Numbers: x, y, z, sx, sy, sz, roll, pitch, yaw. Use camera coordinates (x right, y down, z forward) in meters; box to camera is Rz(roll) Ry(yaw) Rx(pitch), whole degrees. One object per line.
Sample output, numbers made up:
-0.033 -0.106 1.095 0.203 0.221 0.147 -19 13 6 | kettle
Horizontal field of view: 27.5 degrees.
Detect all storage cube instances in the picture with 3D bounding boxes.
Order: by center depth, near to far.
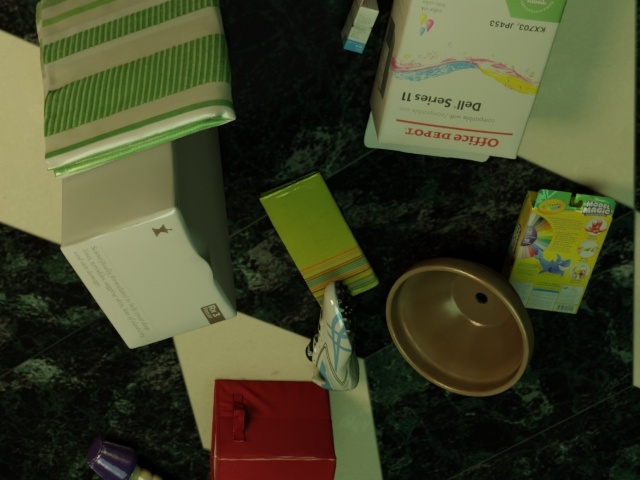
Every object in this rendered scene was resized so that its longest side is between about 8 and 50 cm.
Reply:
-0.082 0.356 2.146 0.193 0.183 0.215 2 126 -7 | storage cube

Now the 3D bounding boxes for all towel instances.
-0.234 -0.235 1.615 0.248 0.325 0.038 -18 142 8 | towel
0.000 0.000 1.994 0.102 0.021 0.237 -24 125 8 | towel

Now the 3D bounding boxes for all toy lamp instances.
-0.280 0.423 2.244 0.275 0.080 0.080 36 116 -25 | toy lamp

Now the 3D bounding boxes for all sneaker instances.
0.016 0.156 2.055 0.086 0.085 0.237 0 135 4 | sneaker

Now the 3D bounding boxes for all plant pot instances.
0.230 0.115 2.011 0.237 0.110 0.237 18 128 25 | plant pot

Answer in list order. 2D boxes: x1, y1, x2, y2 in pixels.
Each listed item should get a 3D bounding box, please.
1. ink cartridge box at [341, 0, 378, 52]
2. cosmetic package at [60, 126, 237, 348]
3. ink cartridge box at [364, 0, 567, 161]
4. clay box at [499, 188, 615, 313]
0.056 -0.301 1.756 0.028 0.048 0.083 13 124 -14 | ink cartridge box
-0.221 -0.083 1.671 0.156 0.385 0.217 -16 135 8 | cosmetic package
0.189 -0.236 1.771 0.207 0.119 0.353 6 125 -9 | ink cartridge box
0.361 0.008 2.006 0.127 0.053 0.222 7 125 -8 | clay box
